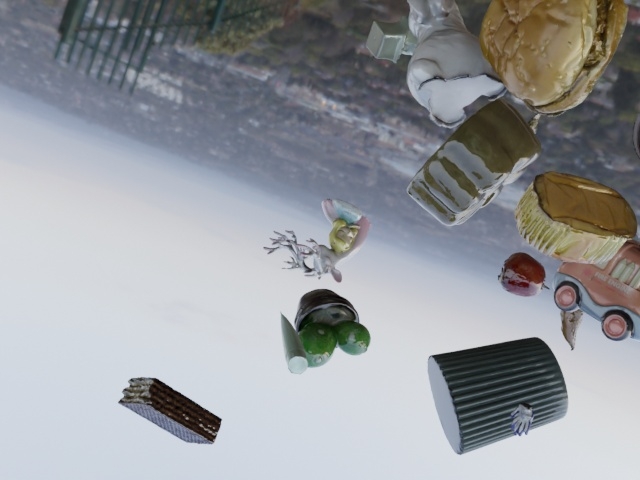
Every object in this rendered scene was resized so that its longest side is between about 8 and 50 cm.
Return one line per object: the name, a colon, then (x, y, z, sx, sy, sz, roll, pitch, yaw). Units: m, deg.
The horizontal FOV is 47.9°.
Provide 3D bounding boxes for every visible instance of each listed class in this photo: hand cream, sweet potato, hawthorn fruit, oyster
hand cream: (-0.067, 0.243, 1.712, 0.078, 0.050, 0.205, 61, -178, -24)
sweet potato: (0.688, 0.206, 1.969, 0.060, 0.205, 0.068, -15, -159, -34)
hawthorn fruit: (0.683, 0.121, 2.397, 0.172, 0.148, 0.148, 24, -176, 25)
oyster: (0.624, -0.323, 2.205, 0.053, 0.166, 0.108, 51, 141, 3)

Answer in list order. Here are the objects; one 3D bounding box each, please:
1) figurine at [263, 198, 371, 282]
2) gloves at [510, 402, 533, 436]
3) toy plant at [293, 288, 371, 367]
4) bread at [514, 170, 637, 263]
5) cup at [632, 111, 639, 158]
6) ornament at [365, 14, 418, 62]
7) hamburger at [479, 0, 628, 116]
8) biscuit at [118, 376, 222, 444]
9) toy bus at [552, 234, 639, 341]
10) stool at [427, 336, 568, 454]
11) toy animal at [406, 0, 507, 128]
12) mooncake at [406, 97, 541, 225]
figurine: (-0.007, 0.003, 2.424, 0.206, 0.315, 0.284, -4, 145, 46)
gloves: (0.510, 0.455, 1.831, 0.026, 0.086, 0.064, 15, 179, -30)
toy plant: (0.016, 0.239, 1.928, 0.218, 0.175, 0.235, -5, -146, -16)
bread: (0.421, -0.032, 1.206, 0.191, 0.132, 0.114, 10, 140, -9)
cup: (0.731, -0.169, 1.398, 0.203, 0.203, 0.288, 21, 179, 33)
ornament: (0.259, -0.530, 1.964, 0.285, 0.130, 0.120, 18, -140, -28)
hamburger: (0.425, -0.389, 1.357, 0.158, 0.318, 0.319, 4, -172, -20)
biscuit: (-0.350, 0.399, 1.689, 0.106, 0.070, 0.252, -10, 138, 39)
toy bus: (0.690, 0.100, 1.634, 0.194, 0.232, 0.288, 8, -158, -40)
stool: (0.515, 0.440, 2.108, 0.330, 0.297, 0.297, -14, -173, -6)
toy animal: (0.272, -0.451, 1.643, 0.194, 0.357, 0.258, -26, 150, 24)
mooncake: (0.434, -0.204, 2.012, 0.201, 0.378, 0.378, 47, -173, 9)
